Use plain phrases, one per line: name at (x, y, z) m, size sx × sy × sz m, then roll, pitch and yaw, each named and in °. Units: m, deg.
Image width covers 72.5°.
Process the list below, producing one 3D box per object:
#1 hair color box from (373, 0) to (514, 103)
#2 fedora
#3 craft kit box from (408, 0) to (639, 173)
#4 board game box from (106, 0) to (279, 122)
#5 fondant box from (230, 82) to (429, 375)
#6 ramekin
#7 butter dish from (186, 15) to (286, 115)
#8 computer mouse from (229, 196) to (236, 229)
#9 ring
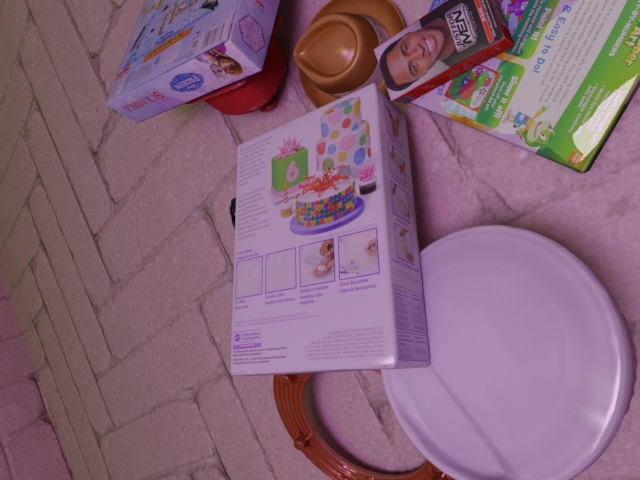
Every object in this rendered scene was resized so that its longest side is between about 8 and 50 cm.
hair color box at (0.139, -0.225, 0.508) m, size 0.141 × 0.043 × 0.072 m, roll -21°, pitch 87°, yaw 39°
fedora at (0.025, -0.269, 0.631) m, size 0.194 × 0.079 × 0.195 m, roll 8°, pitch 104°, yaw 37°
craft kit box at (0.241, -0.239, 0.488) m, size 0.246 × 0.061 × 0.250 m, roll 35°, pitch 119°, yaw 30°
board game box at (-0.190, -0.371, 0.698) m, size 0.318 × 0.066 × 0.318 m, roll -3°, pitch 68°, yaw 38°
fondant box at (0.000, 0.000, 0.567) m, size 0.238 × 0.096 × 0.331 m, roll -14°, pitch 70°, yaw 34°
ramekin at (0.206, 0.125, 0.495) m, size 0.272 × 0.127 × 0.273 m, roll -17°, pitch 67°, yaw 46°
butter dish at (-0.118, -0.265, 0.727) m, size 0.159 × 0.118 × 0.160 m, roll -1°, pitch 57°, yaw 40°
computer mouse at (-0.068, -0.033, 0.754) m, size 0.272 × 0.072 × 0.189 m, roll -27°, pitch 81°, yaw 38°
ring at (0.064, 0.291, 0.687) m, size 0.336 × 0.032 × 0.337 m, roll 12°, pitch 118°, yaw 24°
